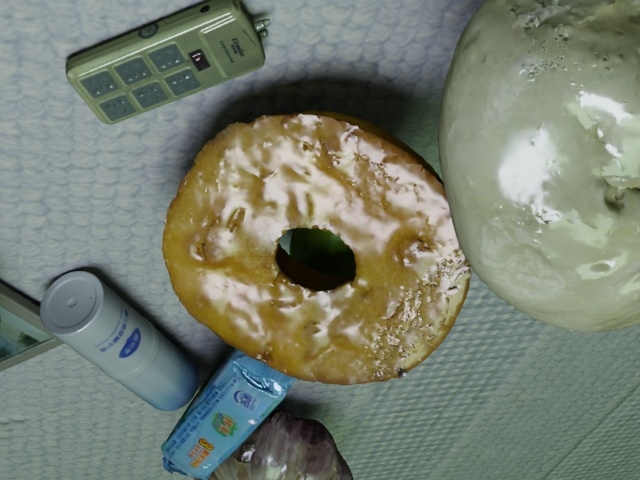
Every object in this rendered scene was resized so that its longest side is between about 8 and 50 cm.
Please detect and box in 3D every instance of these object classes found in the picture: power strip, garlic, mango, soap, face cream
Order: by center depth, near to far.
[{"bbox_3d":[-0.119,-0.148,0.793,0.169,0.028,0.076,-20,146,7],"label":"power strip"},{"bbox_3d":[0.031,0.002,1.012,0.119,0.100,0.178,7,135,-14],"label":"mango"},{"bbox_3d":[-0.221,0.122,1.104,0.077,0.077,0.250,-21,148,8],"label":"face cream"},{"bbox_3d":[-0.097,0.178,1.173,0.077,0.156,0.293,35,131,-3],"label":"soap"},{"bbox_3d":[-0.065,0.325,1.406,0.245,0.160,0.245,14,136,14],"label":"garlic"}]

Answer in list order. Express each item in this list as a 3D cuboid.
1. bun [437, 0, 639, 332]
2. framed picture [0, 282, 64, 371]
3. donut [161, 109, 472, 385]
[{"bbox_3d":[0.255,-0.077,0.783,0.362,0.234,0.326,12,102,-44],"label":"bun"},{"bbox_3d":[-0.444,0.079,0.999,0.232,0.024,0.315,-25,145,14],"label":"framed picture"},{"bbox_3d":[0.002,0.002,0.894,0.278,0.108,0.277,4,113,9],"label":"donut"}]
